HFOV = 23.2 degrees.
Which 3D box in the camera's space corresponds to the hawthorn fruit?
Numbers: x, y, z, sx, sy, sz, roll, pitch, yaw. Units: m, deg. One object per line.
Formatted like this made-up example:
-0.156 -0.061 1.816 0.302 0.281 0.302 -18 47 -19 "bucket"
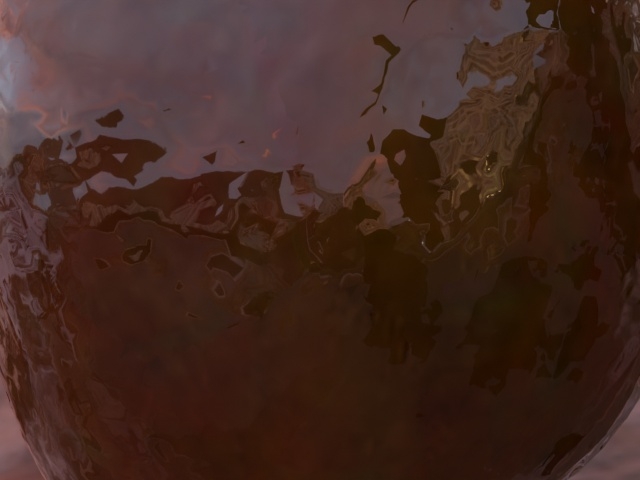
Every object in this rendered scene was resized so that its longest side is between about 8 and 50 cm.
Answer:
0.000 0.000 0.555 0.267 0.301 0.268 -6 -2 0 "hawthorn fruit"
